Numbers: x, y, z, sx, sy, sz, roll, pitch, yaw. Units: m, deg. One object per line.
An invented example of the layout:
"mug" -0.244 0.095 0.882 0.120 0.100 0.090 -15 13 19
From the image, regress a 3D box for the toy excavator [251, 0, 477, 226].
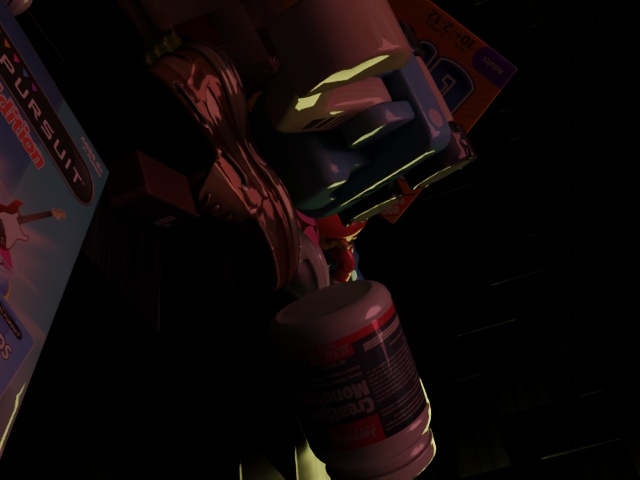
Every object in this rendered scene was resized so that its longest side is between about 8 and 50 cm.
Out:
"toy excavator" 0.023 -0.155 1.014 0.445 0.433 0.222 -20 82 -48

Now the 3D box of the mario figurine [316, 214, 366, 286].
"mario figurine" 0.000 0.000 1.595 0.198 0.170 0.320 38 -19 27

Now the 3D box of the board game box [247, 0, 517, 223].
"board game box" 0.127 -0.297 1.615 0.356 0.356 0.356 39 12 2

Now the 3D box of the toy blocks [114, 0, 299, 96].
"toy blocks" -0.117 -0.332 1.044 0.381 0.261 0.190 60 17 -48

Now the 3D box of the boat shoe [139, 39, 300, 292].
"boat shoe" -0.134 -0.078 0.996 0.120 0.123 0.324 -36 109 -47

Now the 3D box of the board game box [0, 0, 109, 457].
"board game box" -0.241 -0.044 0.444 0.336 0.079 0.253 -92 161 -55

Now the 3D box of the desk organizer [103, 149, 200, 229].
"desk organizer" -0.179 -0.051 0.857 0.130 0.047 0.050 31 40 -74

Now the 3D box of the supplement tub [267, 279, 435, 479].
"supplement tub" 0.050 0.212 1.196 0.191 0.191 0.272 -64 135 -75

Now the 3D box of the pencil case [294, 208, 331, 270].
"pencil case" -0.046 -0.028 1.387 0.098 0.095 0.209 22 47 -57

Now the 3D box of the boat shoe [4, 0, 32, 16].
"boat shoe" -0.293 -0.260 0.574 0.226 0.083 0.076 59 24 -7

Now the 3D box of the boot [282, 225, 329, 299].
"boot" -0.071 0.014 1.223 0.258 0.095 0.123 59 21 -22
